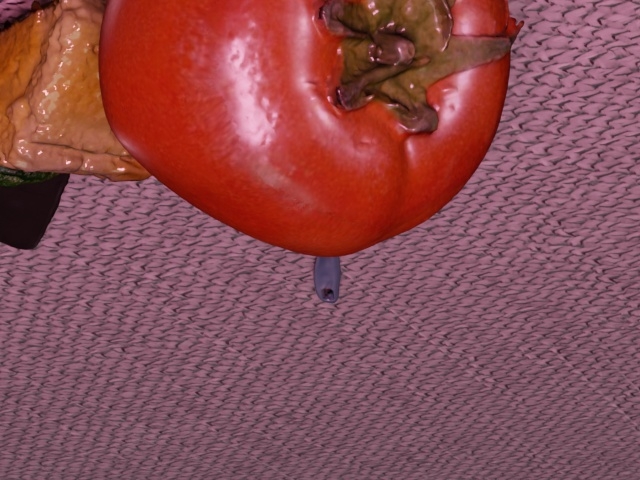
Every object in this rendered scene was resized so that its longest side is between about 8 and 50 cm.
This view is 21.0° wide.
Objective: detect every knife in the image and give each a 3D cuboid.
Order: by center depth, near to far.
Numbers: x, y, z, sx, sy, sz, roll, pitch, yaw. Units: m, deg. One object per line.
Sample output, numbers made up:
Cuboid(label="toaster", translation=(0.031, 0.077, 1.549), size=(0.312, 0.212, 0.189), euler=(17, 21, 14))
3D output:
Cuboid(label="knife", translation=(0.000, 0.000, 2.041), size=(0.044, 0.019, 0.313), euler=(-2, 151, 1))

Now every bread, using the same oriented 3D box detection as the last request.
Cuboid(label="bread", translation=(-0.212, -0.133, 1.602), size=(0.204, 0.163, 0.262), euler=(2, 168, -36))

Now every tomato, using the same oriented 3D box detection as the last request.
Cuboid(label="tomato", translation=(-0.018, -0.159, 1.432), size=(0.341, 0.341, 0.272), euler=(20, 173, -39))

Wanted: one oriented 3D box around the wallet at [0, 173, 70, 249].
Cuboid(label="wallet", translation=(-0.462, -0.069, 1.804), size=(0.377, 0.051, 0.197), euler=(8, 149, -19))

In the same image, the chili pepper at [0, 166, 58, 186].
Cuboid(label="chili pepper", translation=(-0.333, -0.099, 1.696), size=(0.278, 0.122, 0.065), euler=(17, 120, -28))
